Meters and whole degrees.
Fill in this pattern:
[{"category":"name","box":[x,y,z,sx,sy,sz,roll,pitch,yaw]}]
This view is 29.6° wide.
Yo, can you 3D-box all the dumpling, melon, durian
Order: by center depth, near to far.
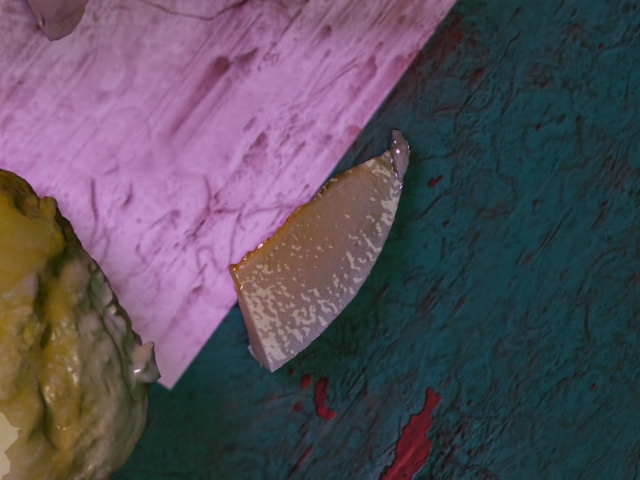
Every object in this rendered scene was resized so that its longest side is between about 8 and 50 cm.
[{"category":"durian","box":[-0.268,0.111,0.943,0.255,0.204,0.340,-37,115,-33]},{"category":"dumpling","box":[-0.206,-0.203,0.954,0.052,0.057,0.076,-24,97,18]},{"category":"melon","box":[0.001,-0.001,1.163,0.114,0.053,0.262,42,79,-17]}]
